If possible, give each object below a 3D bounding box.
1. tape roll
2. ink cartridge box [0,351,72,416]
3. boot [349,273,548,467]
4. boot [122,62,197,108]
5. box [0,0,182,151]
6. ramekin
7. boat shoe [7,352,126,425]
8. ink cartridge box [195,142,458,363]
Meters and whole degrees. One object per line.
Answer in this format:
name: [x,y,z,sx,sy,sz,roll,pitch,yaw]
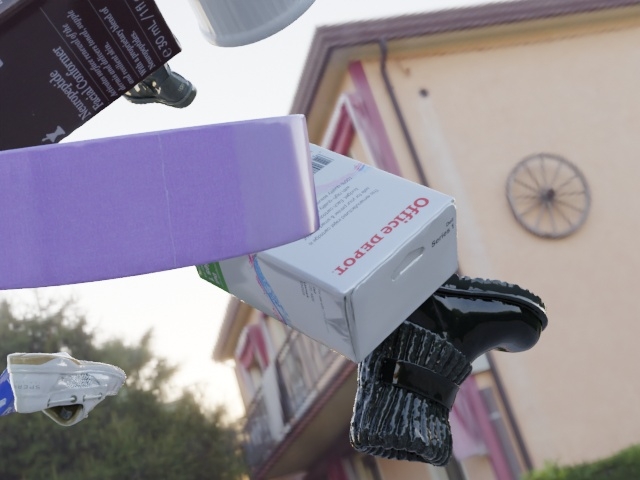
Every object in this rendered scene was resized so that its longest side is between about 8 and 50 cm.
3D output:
tape roll: [-0.141,-0.034,0.676,0.274,0.090,0.275,-7,6,1]
ink cartridge box: [-0.527,0.262,1.652,0.097,0.046,0.207,-52,-10,3]
boot: [0.184,0.188,1.258,0.347,0.260,0.131,13,-24,-30]
boot: [-0.309,-0.300,1.431,0.189,0.076,0.208,10,-20,34]
box: [-0.337,-0.159,0.841,0.381,0.143,0.191,-37,-22,-5]
ramekin: [-0.142,-0.520,1.757,0.277,0.277,0.135,-22,-46,10]
boat shoe: [-0.374,0.224,1.320,0.098,0.096,0.277,-2,-12,15]
ink cartridge box: [0.000,0.000,1.090,0.201,0.278,0.117,-39,-44,-31]
